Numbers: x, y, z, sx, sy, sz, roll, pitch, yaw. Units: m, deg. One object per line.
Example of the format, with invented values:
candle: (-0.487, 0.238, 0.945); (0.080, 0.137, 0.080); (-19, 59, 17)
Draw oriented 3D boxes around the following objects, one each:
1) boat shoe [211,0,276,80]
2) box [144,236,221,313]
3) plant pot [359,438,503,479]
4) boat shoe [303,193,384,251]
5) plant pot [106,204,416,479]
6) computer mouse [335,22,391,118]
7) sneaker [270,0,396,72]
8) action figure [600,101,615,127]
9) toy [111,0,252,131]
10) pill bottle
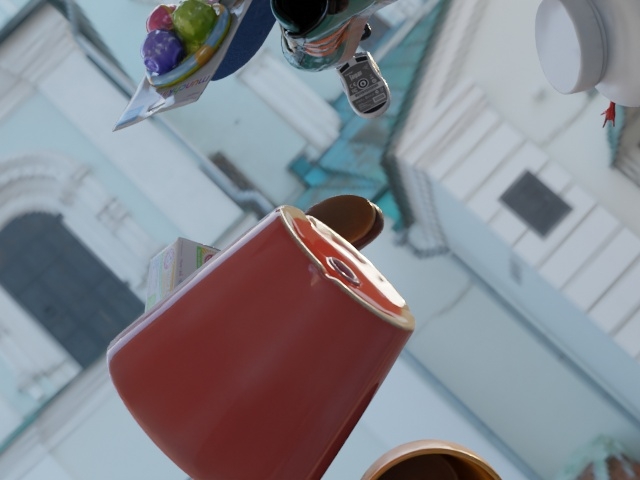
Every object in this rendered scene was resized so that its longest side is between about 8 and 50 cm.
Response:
boat shoe: (-0.112, -0.327, 1.699); (0.258, 0.089, 0.109); (-53, -36, -23)
box: (-0.236, 0.114, 2.110); (0.103, 0.203, 0.114); (20, -34, -29)
plant pot: (0.133, 0.341, 1.542); (0.205, 0.205, 0.188); (-47, 6, 2)
boat shoe: (0.000, 0.000, 1.494); (0.207, 0.073, 0.073); (-18, -30, 37)
plant pot: (-0.048, 0.114, 1.290); (0.243, 0.275, 0.275); (-48, -16, 12)
computer mouse: (0.061, -0.274, 2.001); (0.106, 0.193, 0.042); (-25, -25, 5)
sneaker: (-0.010, -0.263, 1.340); (0.121, 0.108, 0.302); (-13, -9, -21)
action figure: (0.576, -0.252, 2.021); (0.091, 0.280, 0.139); (-1, -86, -58)
toy: (-0.139, -0.226, 1.251); (0.136, 0.056, 0.237); (-13, 40, 43)
pill bottle: (0.339, -0.209, 1.129); (0.264, 0.146, 0.146); (-15, -25, -13)
